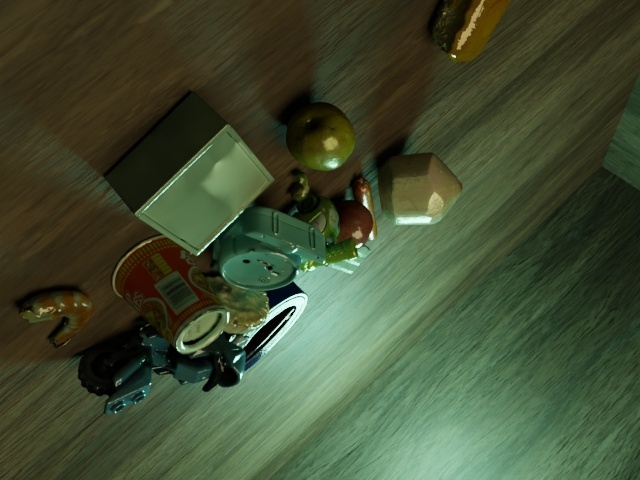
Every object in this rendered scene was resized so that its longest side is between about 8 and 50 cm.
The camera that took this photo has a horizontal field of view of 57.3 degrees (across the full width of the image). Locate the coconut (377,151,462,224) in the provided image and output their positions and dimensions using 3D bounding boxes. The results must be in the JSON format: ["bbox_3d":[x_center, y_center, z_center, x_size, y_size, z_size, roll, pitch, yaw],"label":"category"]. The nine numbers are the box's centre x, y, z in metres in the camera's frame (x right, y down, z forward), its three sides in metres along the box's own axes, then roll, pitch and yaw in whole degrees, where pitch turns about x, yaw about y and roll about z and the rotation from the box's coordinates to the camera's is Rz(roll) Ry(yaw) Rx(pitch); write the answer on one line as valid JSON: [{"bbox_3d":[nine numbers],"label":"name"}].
[{"bbox_3d":[0.282,-0.146,1.673,0.234,0.224,0.224,-7,148,3],"label":"coconut"}]

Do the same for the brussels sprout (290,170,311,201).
[{"bbox_3d":[-0.048,-0.136,1.441,0.051,0.046,0.083,-36,151,-34],"label":"brussels sprout"}]

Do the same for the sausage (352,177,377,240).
[{"bbox_3d":[0.136,-0.085,1.761,0.053,0.053,0.347,-40,152,-12],"label":"sausage"}]

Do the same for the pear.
[{"bbox_3d":[0.001,-0.226,1.278,0.149,0.149,0.162,-48,161,3],"label":"pear"}]

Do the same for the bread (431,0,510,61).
[{"bbox_3d":[0.366,-0.547,1.392,0.174,0.121,0.245,-10,134,-48],"label":"bread"}]

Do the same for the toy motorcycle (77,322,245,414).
[{"bbox_3d":[-0.342,0.286,1.392,0.416,0.232,0.172,-17,145,-43],"label":"toy motorcycle"}]

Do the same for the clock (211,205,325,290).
[{"bbox_3d":[-0.139,0.038,1.381,0.224,0.094,0.274,21,139,-31],"label":"clock"}]

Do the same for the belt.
[{"bbox_3d":[-0.195,0.242,1.667,0.347,0.117,0.212,-44,155,-5],"label":"belt"}]

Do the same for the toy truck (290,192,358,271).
[{"bbox_3d":[-0.020,-0.001,1.513,0.187,0.210,0.148,-30,155,4],"label":"toy truck"}]

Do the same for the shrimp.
[{"bbox_3d":[-0.536,0.162,1.165,0.161,0.049,0.166,-8,142,-53],"label":"shrimp"}]

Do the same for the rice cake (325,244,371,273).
[{"bbox_3d":[0.087,0.050,1.892,0.124,0.038,0.211,-49,153,5],"label":"rice cake"}]

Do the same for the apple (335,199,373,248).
[{"bbox_3d":[0.082,-0.040,1.647,0.153,0.120,0.153,-157,-90,-88],"label":"apple"}]

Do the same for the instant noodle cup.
[{"bbox_3d":[-0.304,0.122,1.245,0.193,0.212,0.193,-35,151,-23],"label":"instant noodle cup"}]

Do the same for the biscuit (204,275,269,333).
[{"bbox_3d":[-0.218,0.158,1.449,0.281,0.179,0.084,1,127,-55],"label":"biscuit"}]

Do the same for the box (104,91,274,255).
[{"bbox_3d":[-0.241,-0.118,1.116,0.225,0.117,0.225,-45,154,-2],"label":"box"}]
